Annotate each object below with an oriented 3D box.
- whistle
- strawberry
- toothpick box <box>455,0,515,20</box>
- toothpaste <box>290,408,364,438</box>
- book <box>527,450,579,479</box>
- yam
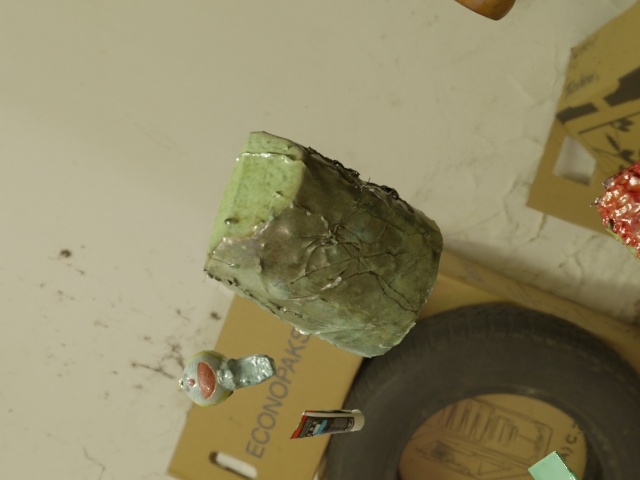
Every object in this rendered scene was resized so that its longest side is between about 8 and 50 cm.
[{"bbox_3d":[-0.201,0.282,1.408,0.123,0.222,0.123,-13,-90,-71],"label":"whistle"},{"bbox_3d":[0.706,-0.049,1.287,0.280,0.253,0.150,-33,18,12],"label":"strawberry"},{"bbox_3d":[0.382,-0.616,1.375,0.192,0.192,0.294,-77,13,-60],"label":"toothpick box"},{"bbox_3d":[0.018,0.376,1.402,0.045,0.193,0.071,38,108,40],"label":"toothpaste"},{"bbox_3d":[0.571,0.580,1.601,0.017,0.135,0.103,-6,-37,-44],"label":"book"},{"bbox_3d":[0.002,0.000,0.809,0.201,0.271,0.203,-46,29,43],"label":"yam"}]
